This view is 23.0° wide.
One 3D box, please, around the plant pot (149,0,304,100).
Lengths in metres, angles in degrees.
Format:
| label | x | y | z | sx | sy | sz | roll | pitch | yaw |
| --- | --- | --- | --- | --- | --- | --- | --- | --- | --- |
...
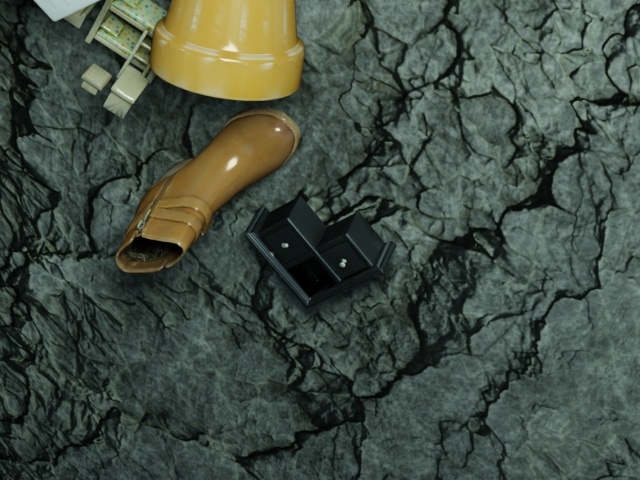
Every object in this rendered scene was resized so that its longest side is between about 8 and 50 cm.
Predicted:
| label | x | y | z | sx | sy | sz | roll | pitch | yaw |
| --- | --- | --- | --- | --- | --- | --- | --- | --- | --- |
| plant pot | -0.113 | -0.307 | 2.070 | 0.205 | 0.205 | 0.188 | 15 | 114 | 11 |

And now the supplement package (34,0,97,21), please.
| label | x | y | z | sx | sy | sz | roll | pitch | yaw |
| --- | --- | --- | --- | --- | --- | --- | --- | --- | --- |
| supplement package | -0.268 | -0.441 | 2.010 | 0.293 | 0.175 | 0.177 | -18 | 130 | 32 |

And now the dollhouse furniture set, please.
| label | x | y | z | sx | sy | sz | roll | pitch | yaw |
| --- | --- | --- | --- | --- | --- | --- | --- | --- | --- |
| dollhouse furniture set | -0.300 | -0.287 | 2.169 | 0.182 | 0.161 | 0.101 | 33 | 131 | -6 |

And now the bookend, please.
| label | x | y | z | sx | sy | sz | roll | pitch | yaw |
| --- | --- | --- | --- | --- | --- | --- | --- | --- | --- |
| bookend | 0.000 | 0.000 | 2.329 | 0.157 | 0.072 | 0.156 | -26 | 113 | 35 |

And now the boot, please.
| label | x | y | z | sx | sy | sz | roll | pitch | yaw |
| --- | --- | --- | --- | --- | --- | --- | --- | --- | --- |
| boot | -0.167 | -0.068 | 2.245 | 0.283 | 0.220 | 0.109 | -20 | 116 | 33 |
